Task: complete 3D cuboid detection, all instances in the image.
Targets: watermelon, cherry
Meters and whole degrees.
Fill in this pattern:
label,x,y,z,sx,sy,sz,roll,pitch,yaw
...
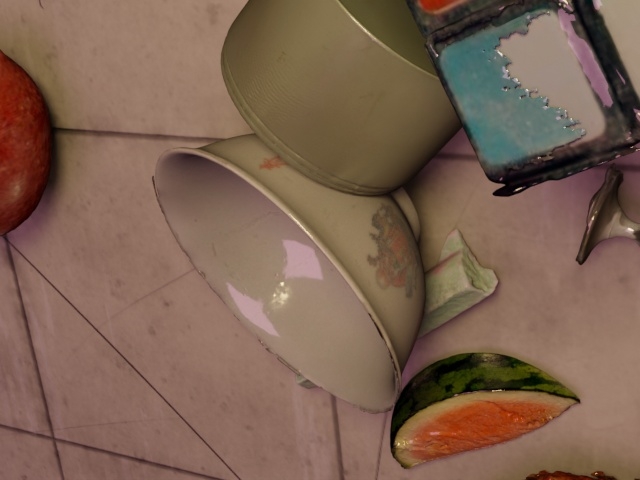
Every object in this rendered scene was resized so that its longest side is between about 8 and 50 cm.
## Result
label,x,y,z,sx,sy,sz,roll,pitch,yaw
watermelon,0.164,0.191,1.135,0.245,0.063,0.119,-31,114,31
cherry,-0.432,-0.129,1.241,0.239,0.206,0.239,-2,82,12

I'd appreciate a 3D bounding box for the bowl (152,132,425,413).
label,x,y,z,sx,sy,sz,roll,pitch,yaw
bowl,0.000,0.000,1.039,0.345,0.157,0.345,38,157,20

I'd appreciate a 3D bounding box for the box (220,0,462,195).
label,x,y,z,sx,sy,sz,roll,pitch,yaw
box,0.039,-0.171,0.921,0.226,0.226,0.149,46,127,3

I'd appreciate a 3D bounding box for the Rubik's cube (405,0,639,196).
label,x,y,z,sx,sy,sz,roll,pitch,yaw
Rubik's cube,0.242,-0.285,0.646,0.363,0.362,0.358,-20,100,43

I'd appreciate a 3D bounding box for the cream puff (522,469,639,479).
label,x,y,z,sx,sy,sz,roll,pitch,yaw
cream puff,0.271,0.421,1.076,0.351,0.229,0.350,14,120,27

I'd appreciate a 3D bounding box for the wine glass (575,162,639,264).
label,x,y,z,sx,sy,sz,roll,pitch,yaw
wine glass,0.350,0.015,0.913,0.222,0.103,0.103,23,122,18

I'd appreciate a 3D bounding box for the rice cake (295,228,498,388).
label,x,y,z,sx,sy,sz,roll,pitch,yaw
rice cake,0.073,0.085,1.141,0.290,0.051,0.081,-35,59,36
